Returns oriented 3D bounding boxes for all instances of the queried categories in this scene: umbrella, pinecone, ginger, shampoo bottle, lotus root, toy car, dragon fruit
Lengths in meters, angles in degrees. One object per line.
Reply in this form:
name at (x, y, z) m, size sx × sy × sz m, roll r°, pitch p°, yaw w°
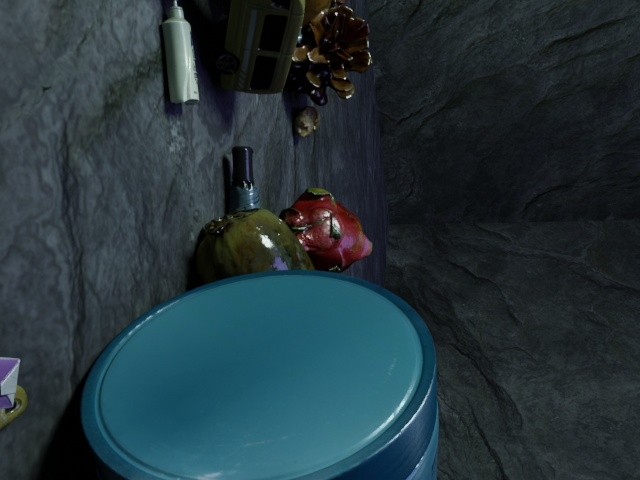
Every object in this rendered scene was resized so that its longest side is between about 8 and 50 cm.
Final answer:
umbrella at (-0.121, -0.026, 0.858) m, size 0.053 × 0.052 × 0.250 m, roll -118°, pitch -154°, yaw -78°
pinecone at (0.018, -0.410, 1.188) m, size 0.229 × 0.201 × 0.202 m, roll -34°, pitch 100°, yaw -40°
ginger at (-0.028, -0.293, 1.298) m, size 0.173 × 0.051 × 0.069 m, roll -49°, pitch 140°, yaw -69°
shampoo bottle at (-0.040, 0.257, 0.578) m, size 0.331 × 0.332 × 0.342 m, roll -66°, pitch 153°, yaw -61°
shampoo bottle at (-0.178, -0.243, 0.672) m, size 0.049 × 0.034 × 0.140 m, roll -32°, pitch 120°, yaw -69°
lotus root at (-0.071, 0.085, 0.774) m, size 0.160 × 0.152 × 0.274 m, roll -42°, pitch 118°, yaw -49°
toy car at (-0.080, -0.327, 0.743) m, size 0.256 × 0.125 × 0.101 m, roll 117°, pitch -24°, yaw -54°
dragon fruit at (-0.021, 0.002, 1.093) m, size 0.269 × 0.201 × 0.198 m, roll -14°, pitch -100°, yaw 62°

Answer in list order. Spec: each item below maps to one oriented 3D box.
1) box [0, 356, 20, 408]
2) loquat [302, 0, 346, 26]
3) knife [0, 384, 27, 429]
box at (-0.244, 0.086, 0.319) m, size 0.117 × 0.051 × 0.036 m, roll 43°, pitch 49°, yaw -70°
loquat at (-0.055, -0.455, 0.828) m, size 0.193 × 0.239 × 0.238 m, roll -46°, pitch 143°, yaw -30°
knife at (-0.268, 0.168, 0.285) m, size 0.298 × 0.017 × 0.047 m, roll -49°, pitch 143°, yaw -72°
